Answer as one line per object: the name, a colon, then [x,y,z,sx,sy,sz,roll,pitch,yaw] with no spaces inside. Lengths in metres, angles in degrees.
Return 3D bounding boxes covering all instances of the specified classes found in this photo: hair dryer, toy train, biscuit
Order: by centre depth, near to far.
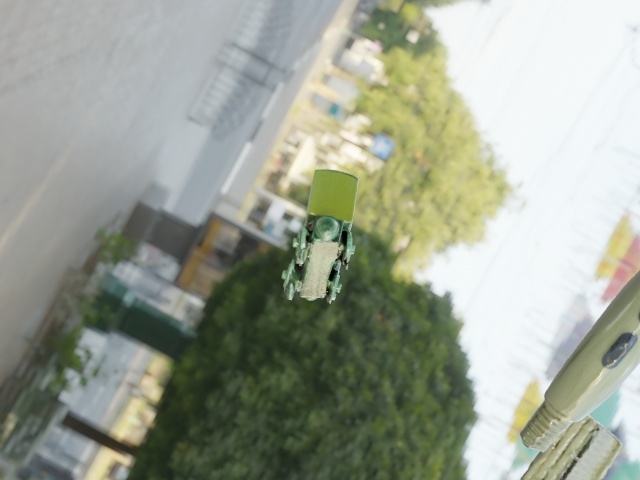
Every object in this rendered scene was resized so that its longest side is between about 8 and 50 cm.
hair dryer: [0.237,0.021,0.863,0.298,0.119,0.296,-54,175,-3]
toy train: [0.000,0.000,1.116,0.122,0.050,0.081,107,-8,-63]
biscuit: [0.228,0.297,1.504,0.252,0.052,0.150,-54,154,2]
